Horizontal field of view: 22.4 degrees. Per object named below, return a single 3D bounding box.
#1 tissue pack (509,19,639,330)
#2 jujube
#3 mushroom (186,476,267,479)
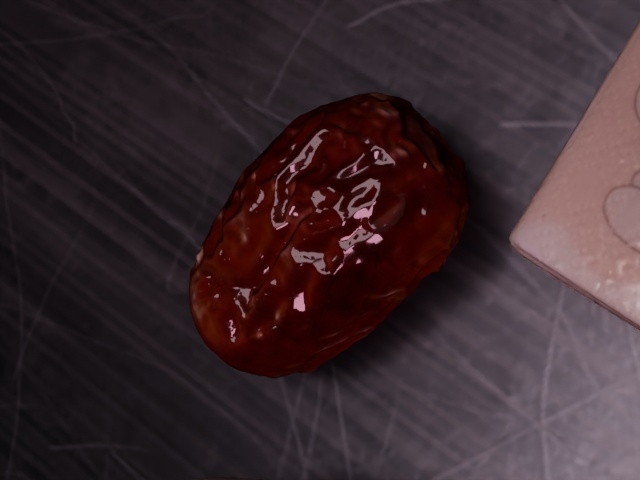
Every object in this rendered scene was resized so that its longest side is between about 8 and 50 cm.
[{"bbox_3d":[0.246,-0.090,0.801,0.170,0.071,0.325,33,96,30],"label":"tissue pack"},{"bbox_3d":[0.000,0.000,0.894,0.176,0.109,0.112,-44,31,17],"label":"jujube"},{"bbox_3d":[-0.081,0.279,0.812,0.356,0.315,0.315,2,80,-7],"label":"mushroom"}]
